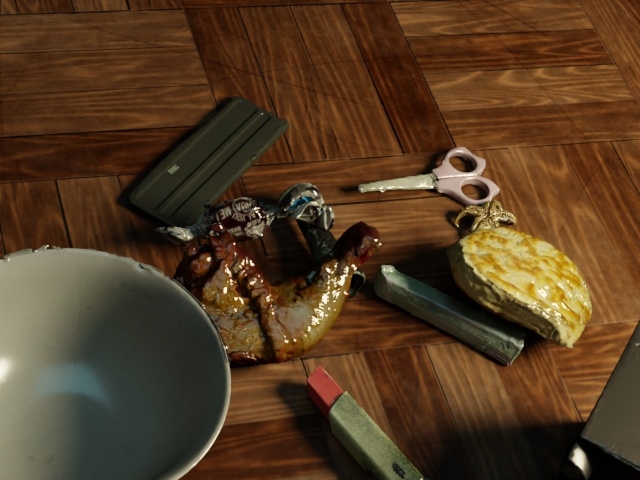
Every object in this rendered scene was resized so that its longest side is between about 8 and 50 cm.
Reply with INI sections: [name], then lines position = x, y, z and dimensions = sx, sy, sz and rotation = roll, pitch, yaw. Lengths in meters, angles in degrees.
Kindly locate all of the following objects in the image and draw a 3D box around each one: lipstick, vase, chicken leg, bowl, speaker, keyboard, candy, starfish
[lipstick]
position = 0.081, 0.268, 1.748
dimensions = 0.051, 0.051, 0.312
rotation = -26, 57, -31
[vase]
position = 0.000, 0.000, 1.962
dimensions = 0.059, 0.059, 0.167
rotation = -11, 52, -24
[chicken leg]
position = -0.072, 0.065, 1.840
dimensions = 0.322, 0.083, 0.177
rotation = -1, 82, -13
[bowl]
position = -0.277, 0.185, 1.653
dimensions = 0.345, 0.157, 0.345
rotation = 7, 47, -8
[speaker]
position = 0.374, 0.261, 1.705
dimensions = 0.184, 0.232, 0.254
rotation = 27, 47, 12
[keyboard]
position = -0.175, -0.080, 2.010
dimensions = 0.103, 0.041, 0.381
rotation = 30, 42, 14
[candy]
position = -0.096, -0.021, 1.904
dimensions = 0.226, 0.094, 0.051
rotation = -8, 57, 0
[starfish]
position = 0.227, -0.024, 2.065
dimensions = 0.078, 0.028, 0.091
rotation = 30, 53, 10

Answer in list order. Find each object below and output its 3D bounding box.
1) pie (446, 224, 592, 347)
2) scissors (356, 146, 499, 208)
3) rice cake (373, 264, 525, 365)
[pie]
position = 0.256, 0.059, 1.940
dimensions = 0.205, 0.084, 0.179
rotation = 25, 29, -3
[scissors]
position = 0.147, -0.081, 2.099
dimensions = 0.212, 0.021, 0.110
rotation = -7, 54, -21
[rice cake]
position = 0.163, 0.095, 1.929
dimensions = 0.211, 0.043, 0.034
rotation = 27, 40, 9
